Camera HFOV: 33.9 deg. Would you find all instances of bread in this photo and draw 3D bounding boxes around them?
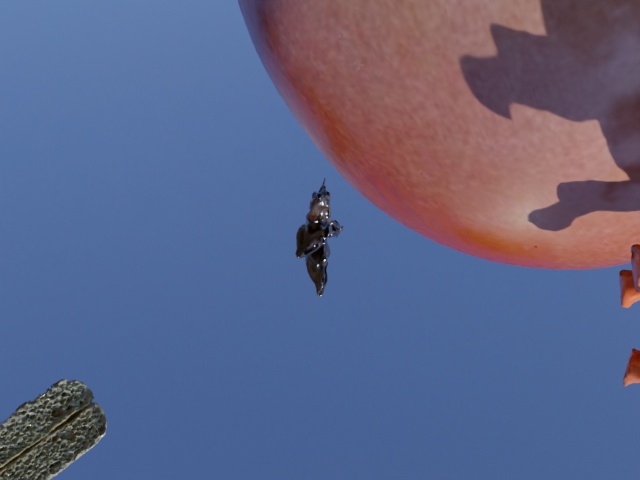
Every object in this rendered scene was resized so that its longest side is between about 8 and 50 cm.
[{"bbox_3d":[-0.431,0.305,1.362,0.102,0.183,0.337,55,-147,0],"label":"bread"}]

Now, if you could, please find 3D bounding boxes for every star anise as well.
[{"bbox_3d":[-0.004,0.000,1.619,0.053,0.212,0.157,11,-117,11],"label":"star anise"}]

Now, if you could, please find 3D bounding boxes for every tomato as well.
[{"bbox_3d":[0.106,-0.157,0.510,0.321,0.322,0.322,0,-141,0],"label":"tomato"}]

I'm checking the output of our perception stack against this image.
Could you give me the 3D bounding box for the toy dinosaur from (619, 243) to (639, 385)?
[{"bbox_3d":[0.169,0.039,0.413,0.101,0.279,0.055,1,-108,21],"label":"toy dinosaur"}]
